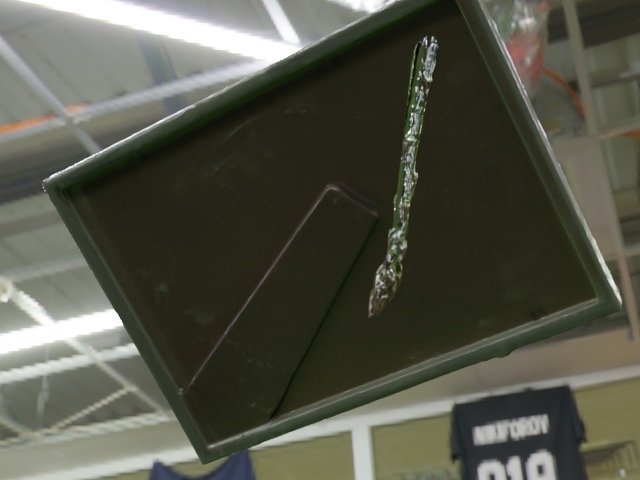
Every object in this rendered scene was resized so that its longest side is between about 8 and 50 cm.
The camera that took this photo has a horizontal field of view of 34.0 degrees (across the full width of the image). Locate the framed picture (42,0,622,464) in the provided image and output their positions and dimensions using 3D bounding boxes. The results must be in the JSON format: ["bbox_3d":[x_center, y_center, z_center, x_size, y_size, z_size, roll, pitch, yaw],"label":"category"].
[{"bbox_3d":[0.000,0.000,0.949,0.446,0.028,0.326,-23,-79,21],"label":"framed picture"}]

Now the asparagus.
[{"bbox_3d":[0.063,-0.050,0.780,0.023,0.233,0.022,6,-23,15],"label":"asparagus"}]
